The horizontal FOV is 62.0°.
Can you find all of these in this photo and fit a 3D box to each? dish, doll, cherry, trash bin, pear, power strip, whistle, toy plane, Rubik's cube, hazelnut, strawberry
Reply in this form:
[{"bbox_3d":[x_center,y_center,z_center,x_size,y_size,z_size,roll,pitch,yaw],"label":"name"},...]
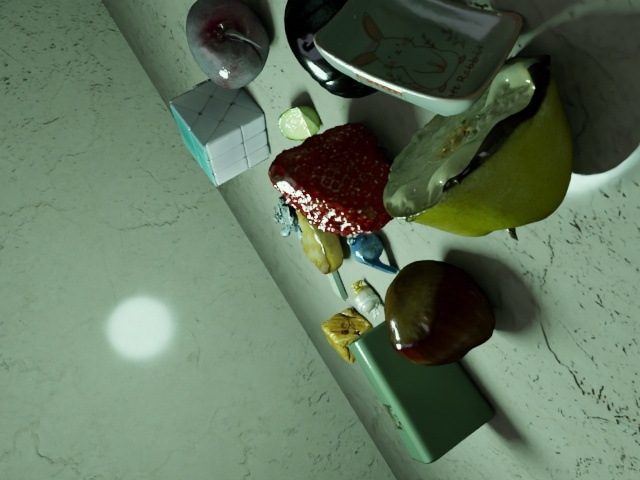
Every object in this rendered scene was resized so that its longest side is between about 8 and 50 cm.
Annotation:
[{"bbox_3d":[0.116,-0.230,0.652,0.212,0.151,0.077,28,160,19],"label":"dish"},{"bbox_3d":[0.148,0.186,1.662,0.127,0.073,0.084,57,-161,16],"label":"doll"},{"bbox_3d":[-0.220,-0.469,1.263,0.214,0.183,0.266,67,161,-3],"label":"cherry"},{"bbox_3d":[0.249,0.365,1.397,0.344,0.222,0.158,56,165,10],"label":"trash bin"},{"bbox_3d":[0.222,-0.090,0.670,0.178,0.267,0.267,33,171,-16],"label":"pear"},{"bbox_3d":[0.050,0.134,1.924,0.060,0.027,0.253,38,156,51],"label":"power strip"},{"bbox_3d":[0.135,0.025,1.371,0.157,0.091,0.090,21,-179,-25],"label":"whistle"},{"bbox_3d":[-0.109,-0.112,1.837,0.169,0.078,0.247,13,137,30],"label":"toy plane"},{"bbox_3d":[-0.318,-0.359,1.721,0.231,0.221,0.225,52,164,20],"label":"Rubik's cube"},{"bbox_3d":[0.235,0.146,1.075,0.229,0.229,0.229,51,164,21],"label":"hazelnut"},{"bbox_3d":[0.029,-0.112,1.095,0.261,0.257,0.261,42,154,25],"label":"strawberry"}]

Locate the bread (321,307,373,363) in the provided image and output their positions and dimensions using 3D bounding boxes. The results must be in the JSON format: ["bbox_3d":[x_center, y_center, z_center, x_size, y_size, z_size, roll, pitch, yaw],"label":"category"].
[{"bbox_3d":[0.108,0.347,1.962,0.143,0.149,0.158,45,167,45],"label":"bread"}]

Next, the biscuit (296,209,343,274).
[{"bbox_3d":[0.001,-0.001,1.687,0.213,0.091,0.274,55,164,21],"label":"biscuit"}]

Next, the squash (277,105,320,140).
[{"bbox_3d":[-0.072,-0.295,1.358,0.090,0.075,0.200,35,175,-21],"label":"squash"}]

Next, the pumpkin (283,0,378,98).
[{"bbox_3d":[0.034,-0.311,0.810,0.202,0.140,0.202,38,-148,-29],"label":"pumpkin"}]

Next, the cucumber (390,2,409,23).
[{"bbox_3d":[0.115,-0.321,0.729,0.265,0.077,0.077,55,165,2],"label":"cucumber"}]
